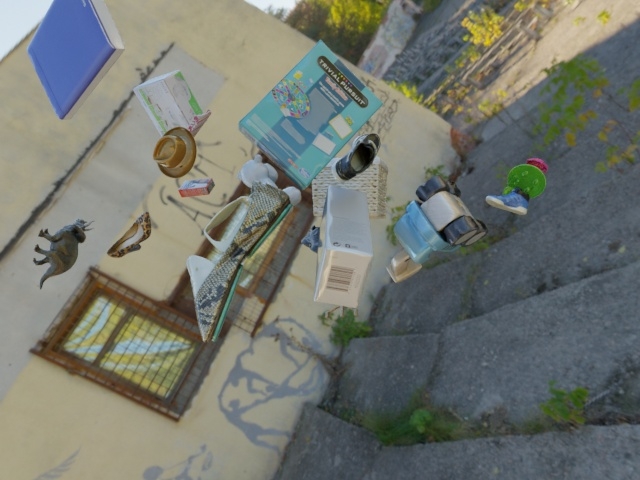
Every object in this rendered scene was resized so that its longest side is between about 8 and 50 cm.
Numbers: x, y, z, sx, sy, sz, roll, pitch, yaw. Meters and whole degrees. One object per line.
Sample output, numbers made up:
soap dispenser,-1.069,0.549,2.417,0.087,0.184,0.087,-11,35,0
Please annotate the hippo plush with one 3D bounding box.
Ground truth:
hippo plush,-0.255,-0.201,1.815,0.234,0.237,0.294,-44,-19,23

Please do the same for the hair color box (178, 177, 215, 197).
hair color box,-0.655,-0.280,2.325,0.093,0.167,0.053,-75,-24,-49

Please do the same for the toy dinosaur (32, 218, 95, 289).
toy dinosaur,-1.006,0.041,1.698,0.121,0.160,0.314,-25,51,63

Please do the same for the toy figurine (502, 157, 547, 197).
toy figurine,0.764,-0.231,1.613,0.159,0.130,0.173,-39,-15,-39

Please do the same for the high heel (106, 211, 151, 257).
high heel,-0.935,-0.023,2.150,0.186,0.093,0.261,-26,-28,-58

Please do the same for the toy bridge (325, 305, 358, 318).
toy bridge,0.116,0.379,2.354,0.188,0.026,0.063,-10,57,23

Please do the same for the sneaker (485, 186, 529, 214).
sneaker,0.667,-0.154,1.560,0.058,0.152,0.085,88,-160,-85

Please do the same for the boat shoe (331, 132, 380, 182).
boat shoe,0.156,-0.311,1.598,0.091,0.114,0.302,-18,27,47

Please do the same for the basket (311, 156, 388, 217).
basket,0.142,-0.239,2.084,0.328,0.331,0.267,-1,-88,-75

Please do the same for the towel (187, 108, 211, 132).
towel,-0.551,-0.474,1.887,0.197,0.029,0.144,-43,13,27

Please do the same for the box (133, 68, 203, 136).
box,-0.709,-0.639,2.079,0.231,0.262,0.127,-3,38,33

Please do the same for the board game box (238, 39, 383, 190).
board game box,-0.026,-0.352,1.252,0.336,0.254,0.079,-48,7,-9

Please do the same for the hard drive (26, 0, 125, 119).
hard drive,-0.611,-0.471,1.079,0.318,0.210,0.040,-25,0,37

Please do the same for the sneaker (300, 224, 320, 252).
sneaker,0.000,0.000,2.188,0.286,0.109,0.130,33,96,54

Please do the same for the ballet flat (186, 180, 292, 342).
ballet flat,-0.257,0.034,1.229,0.483,0.182,0.164,-63,6,-21

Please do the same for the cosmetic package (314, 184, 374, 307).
cosmetic package,0.080,0.007,1.608,0.453,0.161,0.230,-87,8,-56

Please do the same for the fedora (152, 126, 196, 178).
fedora,-0.532,-0.316,1.560,0.194,0.194,0.079,-56,-19,17

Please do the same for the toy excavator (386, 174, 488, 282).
toy excavator,0.367,0.003,1.620,0.445,0.222,0.433,-38,-21,25
